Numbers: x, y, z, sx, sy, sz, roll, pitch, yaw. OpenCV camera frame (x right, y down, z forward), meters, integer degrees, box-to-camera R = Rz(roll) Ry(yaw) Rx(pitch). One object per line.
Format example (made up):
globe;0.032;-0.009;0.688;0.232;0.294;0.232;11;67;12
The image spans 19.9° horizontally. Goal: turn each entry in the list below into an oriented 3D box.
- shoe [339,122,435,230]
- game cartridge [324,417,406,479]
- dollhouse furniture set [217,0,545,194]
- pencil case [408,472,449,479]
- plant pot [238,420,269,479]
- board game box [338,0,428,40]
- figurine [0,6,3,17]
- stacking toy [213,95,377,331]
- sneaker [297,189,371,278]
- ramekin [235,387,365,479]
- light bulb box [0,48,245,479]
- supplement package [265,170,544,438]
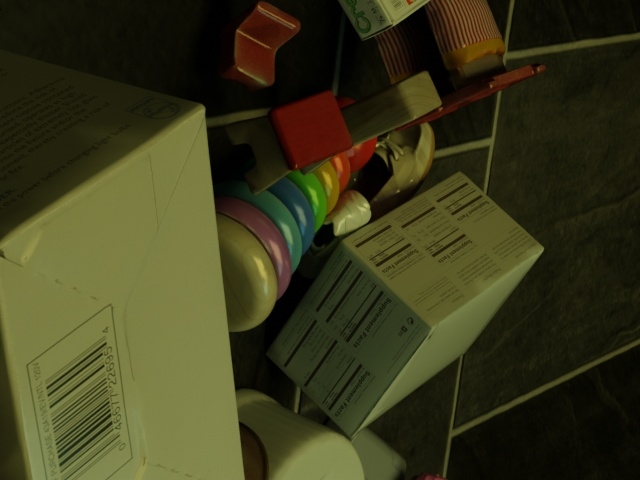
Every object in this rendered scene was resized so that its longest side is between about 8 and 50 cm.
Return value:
shoe;0.067;-0.068;2.138;0.219;0.076;0.058;-56;150;-24
game cartridge;0.005;0.371;2.268;0.196;0.060;0.294;42;68;-52
dollhouse furniture set;0.052;-0.206;1.904;0.374;0.152;0.201;-25;92;-50
pencil case;0.101;0.381;2.295;0.209;0.095;0.098;-48;124;-40
plant pot;-0.162;0.216;1.828;0.165;0.167;0.167;50;61;-47
board game box;0.032;-0.373;1.814;0.193;0.053;0.305;-39;102;-44
figurine;-0.289;-0.203;1.365;0.215;0.209;0.092;-36;133;-47
stacking toy;-0.036;-0.046;1.941;0.330;0.141;0.141;-47;141;-44
sneaker;0.000;0.000;2.042;0.061;0.054;0.152;-38;169;-38
ramekin;-0.066;0.316;2.044;0.277;0.135;0.277;-31;129;-49
light bulb box;-0.272;0.057;1.367;0.225;0.361;0.358;-37;134;-43
supplement package;0.100;0.071;2.114;0.262;0.145;0.204;-29;158;-49
